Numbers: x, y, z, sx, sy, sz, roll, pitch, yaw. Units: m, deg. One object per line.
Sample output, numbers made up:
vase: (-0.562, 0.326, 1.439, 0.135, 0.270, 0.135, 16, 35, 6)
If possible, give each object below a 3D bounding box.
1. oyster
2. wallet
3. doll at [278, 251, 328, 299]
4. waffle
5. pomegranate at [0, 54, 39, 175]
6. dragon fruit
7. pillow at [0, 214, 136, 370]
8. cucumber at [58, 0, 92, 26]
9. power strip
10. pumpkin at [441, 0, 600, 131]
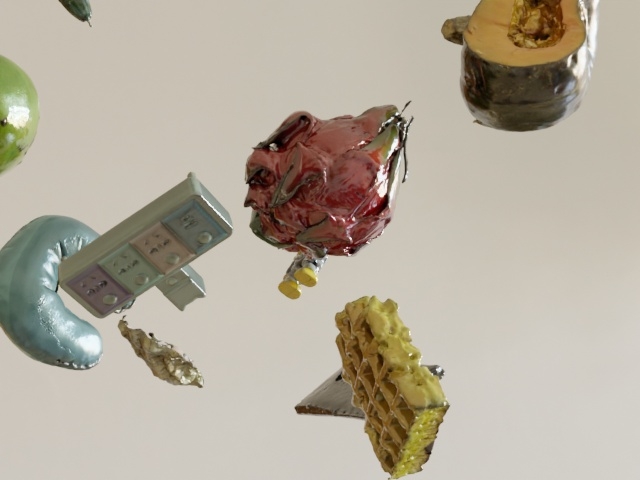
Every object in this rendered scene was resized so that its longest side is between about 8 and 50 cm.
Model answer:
oyster: (-0.309, 0.213, 2.343, 0.132, 0.072, 0.209, 26, -10, 30)
wallet: (0.073, 0.237, 1.998, 0.146, 0.030, 0.285, -36, 13, -25)
doll: (-0.004, 0.002, 2.454, 0.103, 0.316, 0.145, 24, -52, 1)
waffle: (0.075, 0.158, 1.507, 0.055, 0.211, 0.160, -12, -35, -20)
pomegranate: (-0.700, -0.274, 2.360, 0.309, 0.359, 0.216, 0, 9, 15)
dragon fruit: (0.021, -0.102, 1.811, 0.233, 0.293, 0.234, 38, 8, -6)
pillow: (-0.373, 0.073, 1.805, 0.214, 0.233, 0.086, 42, -48, -20)
cucumber: (-0.376, -0.369, 1.818, 0.039, 0.168, 0.039, -41, -17, -15)
power strip: (-0.203, 0.025, 1.564, 0.215, 0.061, 0.145, -31, -52, 11)
pumpkin: (0.291, -0.300, 1.837, 0.221, 0.317, 0.139, 5, -40, 18)
